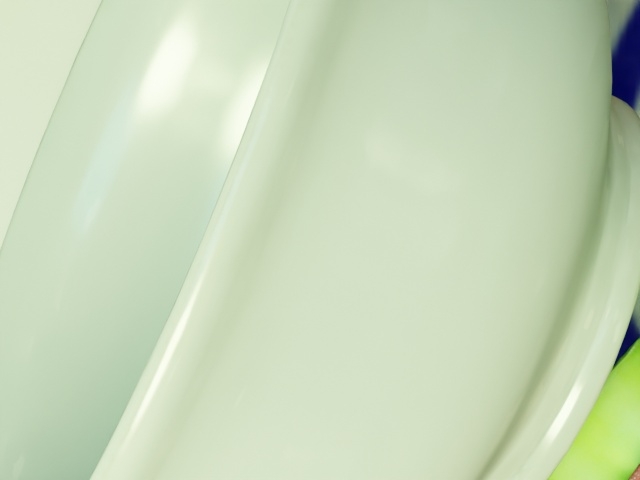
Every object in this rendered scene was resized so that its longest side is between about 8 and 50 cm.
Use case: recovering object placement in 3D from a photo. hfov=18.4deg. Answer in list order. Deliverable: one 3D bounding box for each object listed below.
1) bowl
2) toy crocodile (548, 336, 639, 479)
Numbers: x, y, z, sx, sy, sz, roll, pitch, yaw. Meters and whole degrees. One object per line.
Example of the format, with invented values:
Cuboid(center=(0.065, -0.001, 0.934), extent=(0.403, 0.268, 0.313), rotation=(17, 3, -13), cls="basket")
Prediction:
Cuboid(center=(0.000, 0.000, 0.560), extent=(0.134, 0.298, 0.297), rotation=(22, 88, -17), cls="bowl")
Cuboid(center=(0.079, 0.135, 0.553), extent=(0.115, 0.105, 0.340), rotation=(36, 104, 20), cls="toy crocodile")
